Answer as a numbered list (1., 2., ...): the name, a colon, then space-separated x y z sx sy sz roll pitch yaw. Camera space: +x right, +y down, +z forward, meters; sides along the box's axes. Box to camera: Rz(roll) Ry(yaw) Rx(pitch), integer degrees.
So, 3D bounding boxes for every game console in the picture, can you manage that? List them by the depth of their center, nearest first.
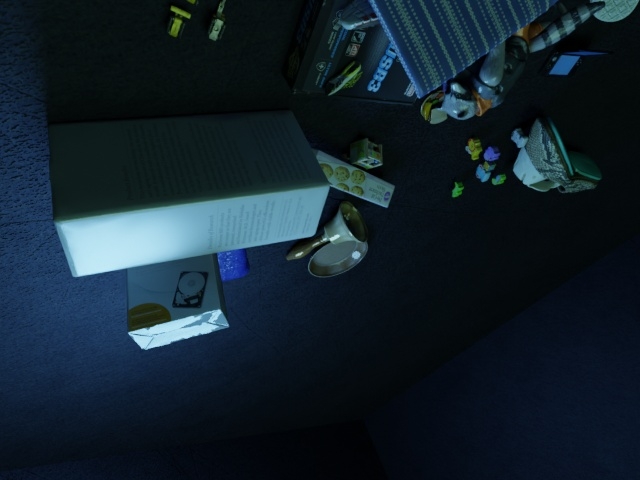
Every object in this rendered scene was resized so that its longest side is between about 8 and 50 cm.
1. game console: 0.622 -0.431 1.153 0.122 0.071 0.107 -7 142 -26

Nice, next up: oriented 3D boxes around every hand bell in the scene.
1. hand bell: 0.000 0.000 1.334 0.242 0.126 0.126 -29 149 27

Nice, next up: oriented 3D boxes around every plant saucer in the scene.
1. plant saucer: 0.049 0.041 1.462 0.199 0.036 0.198 -18 147 -12

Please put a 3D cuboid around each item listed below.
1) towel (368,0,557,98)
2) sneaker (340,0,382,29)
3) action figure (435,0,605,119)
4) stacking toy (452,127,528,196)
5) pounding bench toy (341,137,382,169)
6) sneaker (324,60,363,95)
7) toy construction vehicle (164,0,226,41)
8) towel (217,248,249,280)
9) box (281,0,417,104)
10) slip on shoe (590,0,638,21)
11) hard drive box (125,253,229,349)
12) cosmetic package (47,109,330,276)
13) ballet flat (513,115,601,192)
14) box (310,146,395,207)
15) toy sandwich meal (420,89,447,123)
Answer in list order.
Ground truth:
1. towel: 0.220 -0.413 0.738 0.336 0.040 0.243 -37 106 -12
2. sneaker: 0.109 -0.370 0.779 0.158 0.061 0.065 -21 154 -4
3. action figure: 0.352 -0.373 0.899 0.330 0.178 0.341 -50 165 13
4. stacking toy: 0.482 -0.224 1.374 0.167 0.052 0.221 -15 148 -14
5. pounding bench toy: 0.100 -0.203 1.138 0.083 0.052 0.065 -10 165 44
6. sneaker: 0.046 -0.292 0.873 0.083 0.031 0.035 -35 147 18
7. toy construction vehicle: -0.191 -0.361 0.746 0.086 0.035 0.098 12 130 -29
8. towel: -0.299 0.005 1.153 0.228 0.076 0.308 -12 146 -8
9. box: 0.110 -0.396 0.862 0.293 0.073 0.295 -3 141 -29
10. slip on shoe: 0.599 -0.598 0.891 0.123 0.101 0.331 9 134 10
11. hard drive box: -0.303 0.085 0.989 0.181 0.232 0.089 -15 145 -7
12. cosmetic package: -0.240 -0.103 0.890 0.453 0.230 0.161 -9 145 -22
13. ballet flat: 0.701 -0.223 1.440 0.182 0.164 0.483 -30 153 36
14. box: 0.066 -0.149 1.143 0.324 0.063 0.067 15 98 -50
15. toy sandwich meal: 0.276 -0.315 1.120 0.086 0.029 0.085 -18 146 -12
